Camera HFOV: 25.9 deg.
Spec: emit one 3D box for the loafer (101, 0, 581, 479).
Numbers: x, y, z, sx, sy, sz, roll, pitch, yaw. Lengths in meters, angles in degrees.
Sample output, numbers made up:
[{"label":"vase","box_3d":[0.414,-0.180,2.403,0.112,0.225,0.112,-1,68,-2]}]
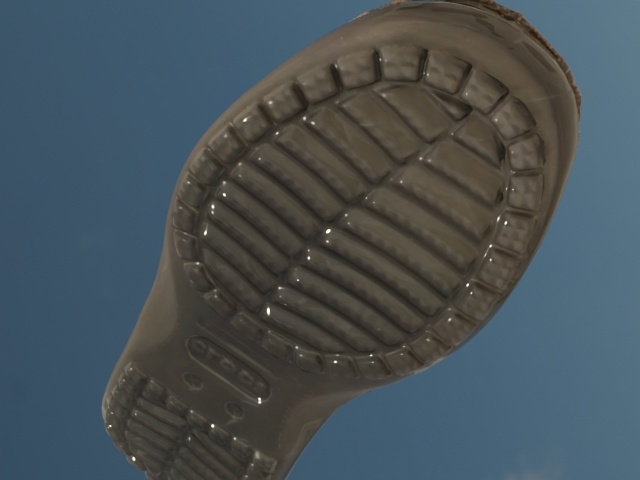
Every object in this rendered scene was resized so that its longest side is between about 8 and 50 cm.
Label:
[{"label":"loafer","box_3d":[0.000,0.000,0.644,0.134,0.366,0.130,39,-130,-3]}]
